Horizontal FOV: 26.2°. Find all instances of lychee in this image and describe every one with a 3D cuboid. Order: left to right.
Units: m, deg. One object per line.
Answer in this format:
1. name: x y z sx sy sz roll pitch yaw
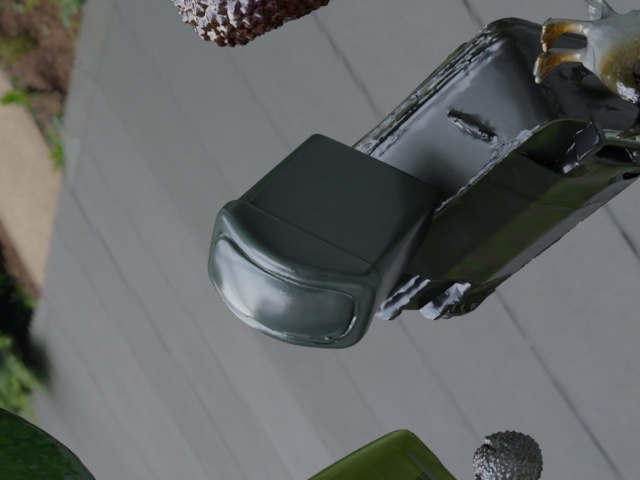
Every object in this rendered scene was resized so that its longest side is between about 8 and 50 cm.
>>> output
1. lychee: -0.062 -0.287 1.306 0.188 0.188 0.188 47 155 31
2. lychee: 0.183 0.225 1.354 0.068 0.083 0.067 45 164 40

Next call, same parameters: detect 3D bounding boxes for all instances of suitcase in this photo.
1. suitcase: 0.182 -0.071 1.572 0.434 0.283 0.194 -40 60 38

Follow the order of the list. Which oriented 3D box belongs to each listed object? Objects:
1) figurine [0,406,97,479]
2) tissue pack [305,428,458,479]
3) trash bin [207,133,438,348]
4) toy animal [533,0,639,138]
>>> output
1. figurine: -0.118 0.184 0.466 0.185 0.127 0.234 34 118 42
2. tissue pack: -0.022 0.267 0.863 0.167 0.274 0.200 48 123 17
3. trash bin: 0.000 0.000 1.373 0.176 0.236 0.101 24 129 14
4. toy animal: 0.262 -0.140 1.185 0.160 0.197 0.272 25 137 28
